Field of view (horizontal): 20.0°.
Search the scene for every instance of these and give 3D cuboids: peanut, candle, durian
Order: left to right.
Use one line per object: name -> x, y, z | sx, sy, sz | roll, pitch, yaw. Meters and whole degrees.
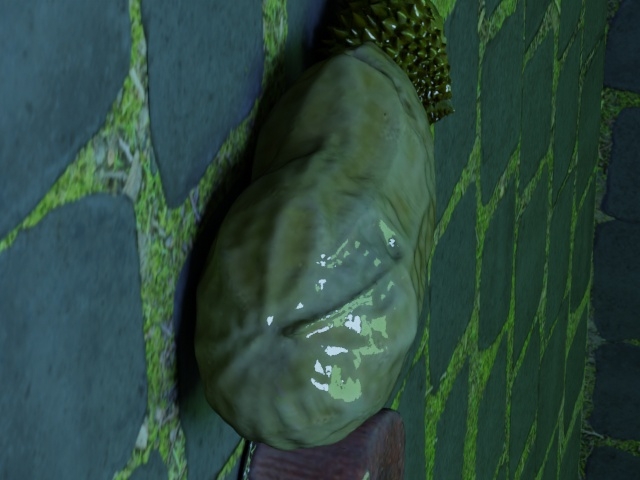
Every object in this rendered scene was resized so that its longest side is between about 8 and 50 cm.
candle -> -0.003, 0.305, 1.498 | 0.287, 0.131, 0.317 | 85, 21, -46
peanut -> 0.002, 0.005, 1.328 | 0.174, 0.158, 0.340 | 50, 35, -24
durian -> 0.040, -0.145, 1.516 | 0.208, 0.102, 0.146 | 126, -46, -68
